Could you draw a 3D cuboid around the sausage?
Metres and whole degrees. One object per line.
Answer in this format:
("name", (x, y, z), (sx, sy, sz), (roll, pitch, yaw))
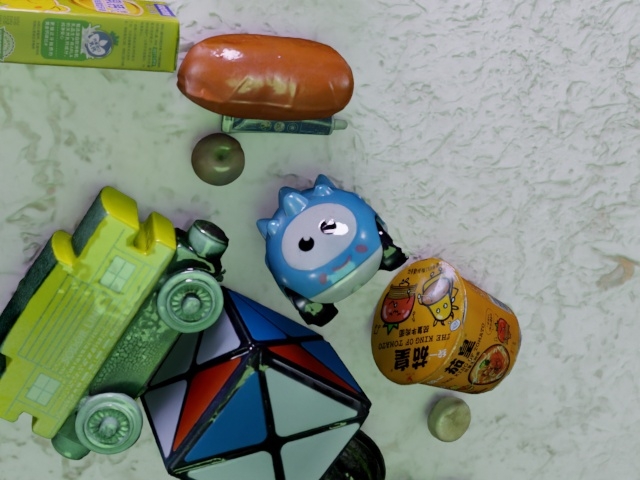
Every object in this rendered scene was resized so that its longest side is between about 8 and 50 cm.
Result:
("sausage", (-0.076, -0.235, 1.741), (0.258, 0.133, 0.133), (2, 114, -18))

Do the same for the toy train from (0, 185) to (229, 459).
("toy train", (-0.331, 0.124, 1.816), (0.272, 0.179, 0.442), (30, 103, -20))

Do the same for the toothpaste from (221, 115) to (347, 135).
("toothpaste", (-0.053, -0.183, 1.826), (0.197, 0.035, 0.057), (3, 104, -16))

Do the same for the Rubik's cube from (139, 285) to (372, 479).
("Rubik's cube", (-0.108, 0.256, 1.901), (0.246, 0.248, 0.250), (30, 103, -27))

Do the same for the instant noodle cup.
("instant noodle cup", (0.215, 0.155, 1.989), (0.172, 0.216, 0.216), (23, 107, -35))

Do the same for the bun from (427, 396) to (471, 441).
("bun", (0.226, 0.315, 2.149), (0.086, 0.055, 0.086), (-14, 119, -27))

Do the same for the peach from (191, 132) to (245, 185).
("peach", (-0.154, -0.121, 1.800), (0.083, 0.083, 0.083), (-7, 117, -14))

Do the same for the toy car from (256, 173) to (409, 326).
("toy car", (0.000, 0.000, 1.820), (0.188, 0.255, 0.190), (-37, 104, 2))

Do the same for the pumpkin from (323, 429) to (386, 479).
("pumpkin", (0.011, 0.412, 2.039), (0.162, 0.220, 0.220), (45, 98, 14))

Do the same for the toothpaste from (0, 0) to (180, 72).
("toothpaste", (-0.359, -0.287, 1.633), (0.327, 0.110, 0.077), (1, 112, -18))
